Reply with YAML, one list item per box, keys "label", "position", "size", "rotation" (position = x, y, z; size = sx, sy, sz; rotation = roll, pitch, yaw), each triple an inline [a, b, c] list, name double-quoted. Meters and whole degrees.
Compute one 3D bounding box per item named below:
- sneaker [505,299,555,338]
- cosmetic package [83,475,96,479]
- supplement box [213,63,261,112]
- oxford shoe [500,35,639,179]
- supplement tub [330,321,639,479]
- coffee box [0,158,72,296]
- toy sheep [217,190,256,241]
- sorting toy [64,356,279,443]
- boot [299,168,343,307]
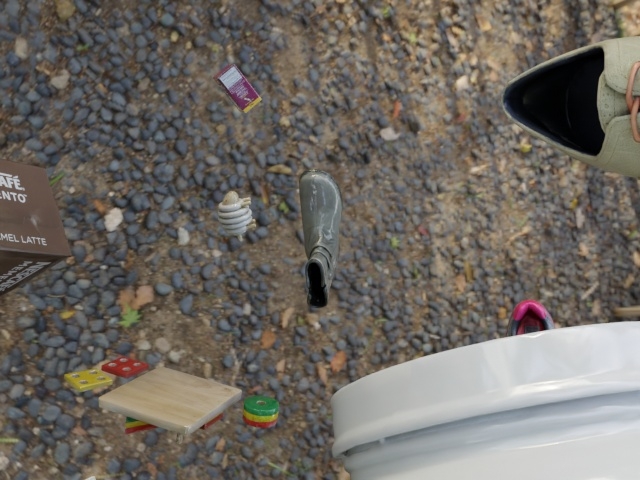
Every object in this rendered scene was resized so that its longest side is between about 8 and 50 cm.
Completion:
- label: "sneaker"
  position: [0.362, 0.250, 1.227]
  size: [0.112, 0.120, 0.299]
  rotation: [56, 30, -60]
- label: "cosmetic package"
  position: [-0.614, 0.618, 1.474]
  size: [0.309, 0.160, 0.113]
  rotation: [-28, 81, 8]
- label: "supplement box"
  position: [-0.156, -0.285, 1.332]
  size: [0.043, 0.055, 0.083]
  rotation: [-41, 111, -4]
- label: "oxford shoe"
  position: [0.280, -0.084, 0.497]
  size: [0.146, 0.397, 0.141]
  rotation: [-4, 99, -19]
- label: "supplement tub"
  position: [0.128, 0.228, 0.348]
  size: [0.240, 0.241, 0.332]
  rotation: [7, 64, -33]
- label: "coffee box"
  position: [-0.380, 0.017, 0.665]
  size: [0.141, 0.246, 0.098]
  rotation: [11, 55, -64]
- label: "toy sheep"
  position: [-0.205, -0.057, 1.725]
  size: [0.091, 0.091, 0.132]
  rotation: [-24, 113, -33]
- label: "sorting toy"
  position: [-0.199, 0.216, 0.915]
  size: [0.132, 0.274, 0.046]
  rotation: [-20, 119, -66]
- label: "boot"
  position: [0.000, 0.000, 1.376]
  size: [0.161, 0.083, 0.247]
  rotation: [-80, 166, -53]
